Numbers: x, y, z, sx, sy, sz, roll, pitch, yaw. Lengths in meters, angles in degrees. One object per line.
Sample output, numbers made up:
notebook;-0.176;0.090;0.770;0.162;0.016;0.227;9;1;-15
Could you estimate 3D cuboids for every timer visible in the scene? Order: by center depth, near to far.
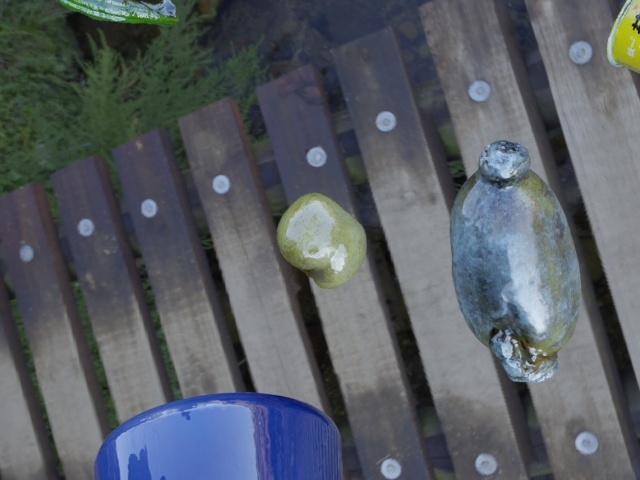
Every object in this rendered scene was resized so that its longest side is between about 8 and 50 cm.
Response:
timer;-0.084;0.372;0.651;0.270;0.270;0.383;-32;47;24

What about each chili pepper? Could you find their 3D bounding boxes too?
chili pepper;-0.435;-0.514;1.465;0.083;0.254;0.099;122;149;-43

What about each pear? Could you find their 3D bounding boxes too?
pear;0.000;0.000;1.211;0.167;0.167;0.136;34;85;22

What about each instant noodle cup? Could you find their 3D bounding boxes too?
instant noodle cup;0.519;-0.286;0.937;0.182;0.182;0.144;-53;56;18

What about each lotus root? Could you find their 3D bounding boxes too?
lotus root;0.271;0.023;0.958;0.175;0.175;0.349;-3;111;27
